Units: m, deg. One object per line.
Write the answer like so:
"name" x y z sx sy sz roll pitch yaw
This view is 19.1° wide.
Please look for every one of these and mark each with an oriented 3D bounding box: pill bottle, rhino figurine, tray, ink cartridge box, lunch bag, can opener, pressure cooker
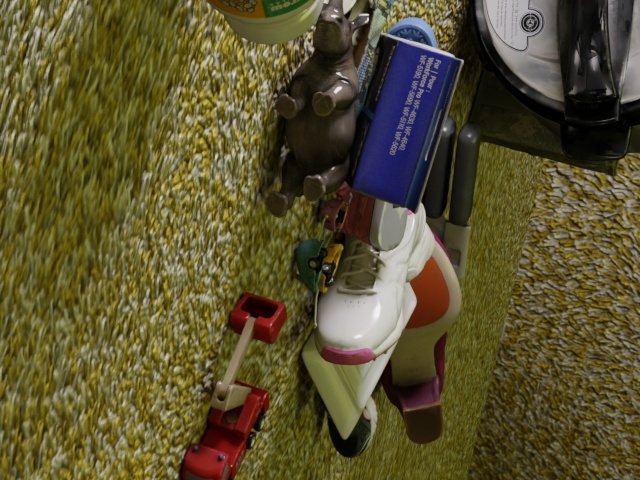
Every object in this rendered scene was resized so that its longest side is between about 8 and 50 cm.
"pill bottle" -0.050 -0.243 1.492 0.208 0.117 0.118 78 31 -65
"rhino figurine" 0.002 -0.146 1.917 0.106 0.073 0.243 -42 145 -62
"tray" 0.060 0.111 2.417 0.145 0.030 0.270 63 36 -28
"ink cartridge box" 0.074 -0.132 2.010 0.333 0.065 0.165 -130 -124 -80
"lunch bag" 0.385 -0.270 2.963 0.169 0.235 0.287 24 83 -74
"can opener" 0.178 -0.040 2.749 0.095 0.076 0.283 -60 160 -47
"pressure cooker" 0.404 -0.325 2.655 0.375 0.370 0.420 -41 167 9

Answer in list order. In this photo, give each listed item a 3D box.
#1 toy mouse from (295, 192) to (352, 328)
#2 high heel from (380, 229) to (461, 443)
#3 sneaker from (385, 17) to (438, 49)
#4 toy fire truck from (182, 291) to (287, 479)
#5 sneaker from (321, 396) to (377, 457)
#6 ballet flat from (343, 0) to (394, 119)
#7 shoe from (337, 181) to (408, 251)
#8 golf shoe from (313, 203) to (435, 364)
"toy mouse" 0.000 0.000 2.168 0.143 0.031 0.161 75 33 -66
"high heel" 0.124 0.101 2.726 0.181 0.127 0.377 -104 -168 -53
"sneaker" 0.096 -0.176 2.263 0.090 0.081 0.232 -64 170 -50
"toy fire truck" -0.090 0.165 1.966 0.135 0.047 0.192 88 24 -52
"sneaker" 0.026 0.209 2.472 0.077 0.072 0.178 -46 137 -53
"ballet flat" 0.024 -0.204 1.993 0.070 0.070 0.188 35 70 -76
"shoe" 0.069 -0.081 2.231 0.063 0.081 0.178 1 106 -46
"golf shoe" 0.057 0.026 2.307 0.306 0.115 0.140 -67 156 -51
